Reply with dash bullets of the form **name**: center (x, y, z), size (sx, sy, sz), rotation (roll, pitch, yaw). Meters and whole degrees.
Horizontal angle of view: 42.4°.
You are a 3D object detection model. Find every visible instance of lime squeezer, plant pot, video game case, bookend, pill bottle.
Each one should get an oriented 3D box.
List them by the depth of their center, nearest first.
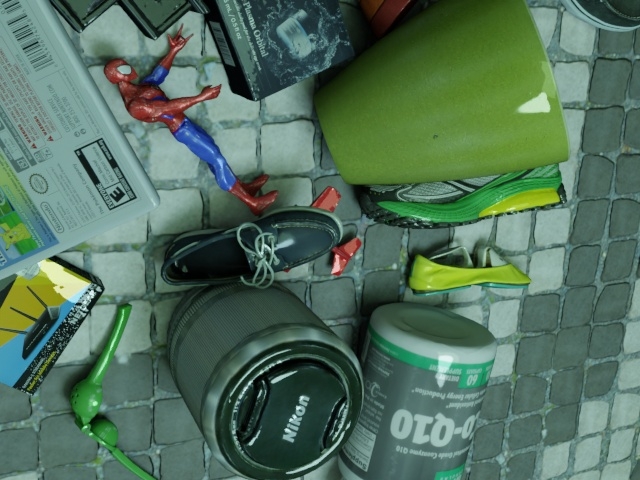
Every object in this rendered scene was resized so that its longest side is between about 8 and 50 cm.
- **video game case**: center (-0.397, -0.120, 0.964), size (0.300, 0.036, 0.328), rotation (-24, 113, 4)
- **bookend**: center (-0.250, -0.297, 1.008), size (0.157, 0.072, 0.156), rotation (-42, 120, -6)
- **plant pot**: center (0.151, -0.187, 1.131), size (0.294, 0.274, 0.274), rotation (-20, 118, 10)
- **lime squeezer**: center (-0.305, 0.249, 1.197), size (0.110, 0.059, 0.310), rotation (-29, 120, -47)
- **pill bottle**: center (0.142, 0.298, 1.322), size (0.204, 0.204, 0.360), rotation (5, 106, -26)

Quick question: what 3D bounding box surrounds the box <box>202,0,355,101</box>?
- **box**: center (-0.061, -0.289, 1.087), size (0.158, 0.093, 0.155), rotation (-28, 117, -15)

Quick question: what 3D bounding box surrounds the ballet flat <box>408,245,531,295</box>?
- **ballet flat**: center (0.251, 0.047, 1.363), size (0.231, 0.077, 0.077), rotation (-2, 92, -22)

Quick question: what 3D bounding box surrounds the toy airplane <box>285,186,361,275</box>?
- **toy airplane**: center (0.000, 0.000, 1.252), size (0.151, 0.028, 0.151), rotation (-8, 110, -23)

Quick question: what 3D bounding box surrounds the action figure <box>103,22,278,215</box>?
- **action figure**: center (-0.150, -0.168, 1.090), size (0.280, 0.091, 0.139), rotation (37, 99, -31)

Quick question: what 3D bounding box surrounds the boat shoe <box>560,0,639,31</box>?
- **boat shoe**: center (0.411, -0.417, 1.240), size (0.335, 0.119, 0.121), rotation (26, 95, -31)

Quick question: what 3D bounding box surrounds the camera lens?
- **camera lens**: center (-0.084, 0.179, 1.135), size (0.220, 0.274, 0.219), rotation (-8, 111, -22)

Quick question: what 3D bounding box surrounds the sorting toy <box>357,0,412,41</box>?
- **sorting toy**: center (0.151, -0.452, 1.140), size (0.126, 0.127, 0.365), rotation (39, 87, -1)

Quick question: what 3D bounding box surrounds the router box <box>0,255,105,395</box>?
- **router box**: center (-0.394, 0.101, 1.097), size (0.133, 0.046, 0.178), rotation (33, 92, -29)

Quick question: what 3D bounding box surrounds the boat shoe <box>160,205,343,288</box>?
- **boat shoe**: center (-0.095, 0.013, 1.124), size (0.255, 0.079, 0.095), rotation (-6, 114, 9)

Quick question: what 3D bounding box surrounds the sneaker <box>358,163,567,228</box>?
- **sneaker**: center (0.213, -0.098, 1.276), size (0.344, 0.134, 0.146), rotation (-12, 95, -21)
